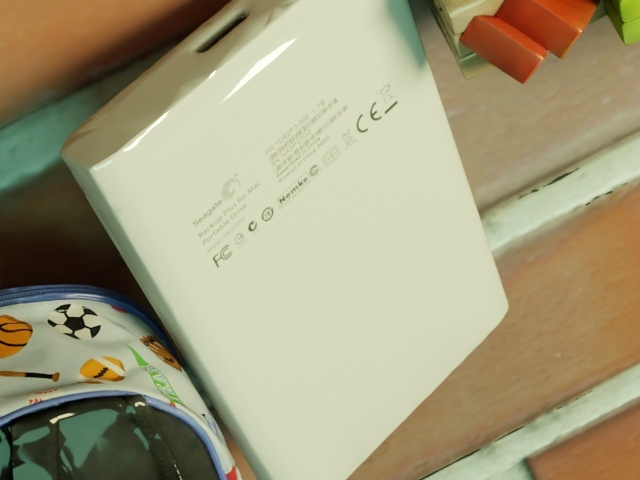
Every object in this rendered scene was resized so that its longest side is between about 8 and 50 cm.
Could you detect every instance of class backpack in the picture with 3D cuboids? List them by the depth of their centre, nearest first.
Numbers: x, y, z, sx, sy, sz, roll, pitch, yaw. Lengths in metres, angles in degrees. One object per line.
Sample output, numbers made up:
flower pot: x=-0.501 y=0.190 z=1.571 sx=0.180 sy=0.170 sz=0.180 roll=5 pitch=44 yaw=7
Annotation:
backpack: x=-0.162 y=0.148 z=0.761 sx=0.277 sy=0.213 sz=0.263 roll=-23 pitch=139 yaw=-17

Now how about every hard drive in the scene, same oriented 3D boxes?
hard drive: x=0.000 y=0.000 z=0.777 sx=0.203 sy=0.040 sz=0.307 roll=-43 pitch=136 yaw=-19

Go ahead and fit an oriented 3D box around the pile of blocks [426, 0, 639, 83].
pile of blocks: x=0.219 y=-0.156 z=0.719 sx=0.362 sy=0.112 sz=0.149 roll=-12 pitch=148 yaw=-16
